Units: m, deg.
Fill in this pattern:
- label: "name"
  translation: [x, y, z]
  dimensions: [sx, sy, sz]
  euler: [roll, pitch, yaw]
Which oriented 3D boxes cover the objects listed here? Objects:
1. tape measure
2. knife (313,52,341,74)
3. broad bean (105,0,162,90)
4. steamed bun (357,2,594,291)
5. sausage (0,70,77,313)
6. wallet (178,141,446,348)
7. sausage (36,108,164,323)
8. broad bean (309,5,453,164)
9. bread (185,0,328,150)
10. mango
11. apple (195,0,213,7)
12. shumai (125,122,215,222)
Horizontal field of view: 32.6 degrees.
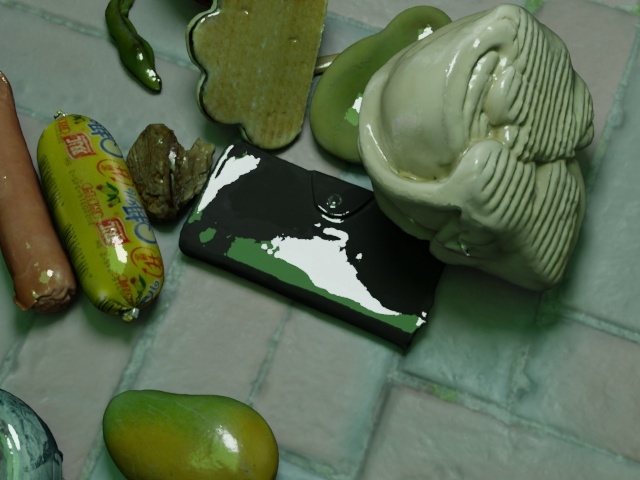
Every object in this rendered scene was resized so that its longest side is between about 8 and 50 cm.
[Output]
- label: "tape measure"
  translation: [-0.476, 0.324, 1.439]
  dimensions: [0.256, 0.147, 0.275]
  euler: [27, 79, 15]
- label: "knife"
  translation: [0.096, -0.297, 1.683]
  dimensions: [0.297, 0.017, 0.047]
  euler: [-11, 66, 1]
- label: "broad bean"
  translation: [-0.296, -0.314, 1.704]
  dimensions: [0.061, 0.046, 0.195]
  euler: [-17, 69, 1]
- label: "steamed bun"
  translation: [0.192, -0.130, 1.450]
  dimensions: [0.255, 0.367, 0.343]
  euler: [4, 67, 35]
- label: "sausage"
  translation: [-0.455, -0.086, 1.608]
  dimensions: [0.094, 0.094, 0.419]
  euler: [-25, 72, 6]
- label: "wallet"
  translation: [0.000, 0.000, 1.568]
  dimensions: [0.377, 0.051, 0.197]
  euler: [23, 73, 10]
- label: "sausage"
  translation: [-0.316, -0.042, 1.566]
  dimensions: [0.123, 0.123, 0.347]
  euler: [-23, 72, -4]
- label: "broad bean"
  translation: [0.105, -0.220, 1.616]
  dimensions: [0.263, 0.121, 0.189]
  euler: [-41, 78, 6]
- label: "bread"
  translation: [-0.097, -0.281, 1.591]
  dimensions: [0.207, 0.056, 0.287]
  euler: [12, 99, -23]
- label: "mango"
  translation: [-0.177, 0.274, 1.449]
  dimensions: [0.251, 0.114, 0.157]
  euler: [13, 79, 8]
- label: "apple"
  translation: [-0.148, -0.460, 1.646]
  dimensions: [0.236, 0.237, 0.207]
  euler: [-29, 43, -6]
- label: "shumai"
  translation: [-0.222, -0.092, 1.608]
  dimensions: [0.123, 0.105, 0.139]
  euler: [-23, 51, 43]
